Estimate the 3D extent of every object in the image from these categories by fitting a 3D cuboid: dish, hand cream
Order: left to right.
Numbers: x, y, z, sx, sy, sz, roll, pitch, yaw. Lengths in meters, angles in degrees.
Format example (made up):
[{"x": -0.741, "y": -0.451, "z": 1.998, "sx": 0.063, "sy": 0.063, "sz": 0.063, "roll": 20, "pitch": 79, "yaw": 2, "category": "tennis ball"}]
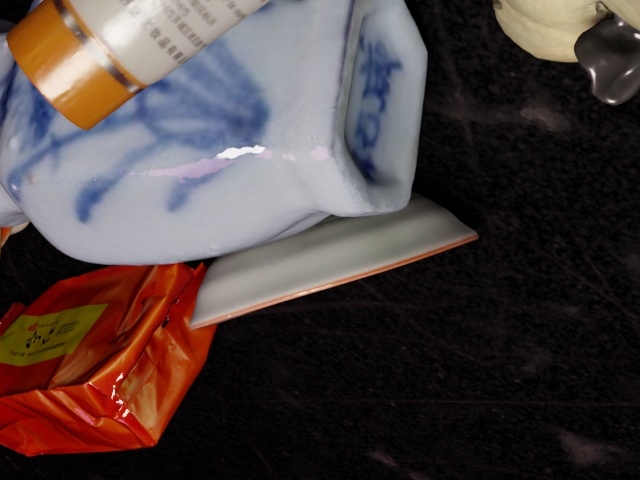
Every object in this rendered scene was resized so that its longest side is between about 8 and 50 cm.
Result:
[{"x": -0.066, "y": -0.203, "z": 0.847, "sx": 0.314, "sy": 0.089, "sz": 0.139, "roll": -34, "pitch": 120, "yaw": 8, "category": "hand cream"}, {"x": 0.000, "y": 0.000, "z": 1.118, "sx": 0.260, "sy": 0.260, "sz": 0.085, "roll": -21, "pitch": 87, "yaw": 50, "category": "dish"}]

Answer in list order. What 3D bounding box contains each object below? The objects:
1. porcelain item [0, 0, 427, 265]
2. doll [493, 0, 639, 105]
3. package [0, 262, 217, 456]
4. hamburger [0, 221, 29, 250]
[{"x": -0.127, "y": -0.100, "z": 1.017, "sx": 0.405, "sy": 0.242, "sz": 0.178, "roll": -1, "pitch": 163, "yaw": 32, "category": "porcelain item"}, {"x": 0.199, "y": -0.180, "z": 0.640, "sx": 0.349, "sy": 0.247, "sz": 0.247, "roll": 37, "pitch": 159, "yaw": 43, "category": "doll"}, {"x": -0.274, "y": 0.138, "z": 1.490, "sx": 0.123, "sy": 0.196, "sz": 0.424, "roll": 45, "pitch": 145, "yaw": -24, "category": "package"}, {"x": -0.454, "y": -0.067, "z": 1.359, "sx": 0.303, "sy": 0.186, "sz": 0.261, "roll": 18, "pitch": 145, "yaw": 20, "category": "hamburger"}]
